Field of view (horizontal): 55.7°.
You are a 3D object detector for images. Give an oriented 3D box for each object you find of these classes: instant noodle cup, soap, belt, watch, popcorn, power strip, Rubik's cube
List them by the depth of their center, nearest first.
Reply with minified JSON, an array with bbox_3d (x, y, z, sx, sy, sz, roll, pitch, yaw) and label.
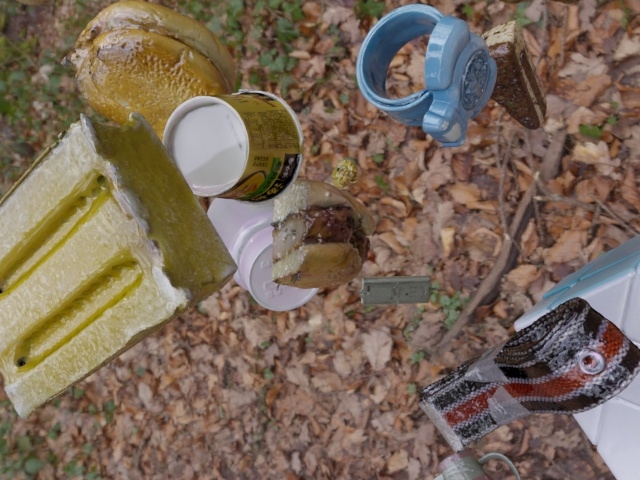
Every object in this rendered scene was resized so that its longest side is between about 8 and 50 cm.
[{"bbox_3d":[-0.249,0.035,0.623,0.315,0.091,0.199,-35,84,32],"label":"soap"},{"bbox_3d":[0.232,0.167,0.730,0.094,0.126,0.359,52,151,11],"label":"belt"},{"bbox_3d":[-0.110,-0.111,0.736,0.151,0.122,0.151,4,102,21],"label":"instant noodle cup"},{"bbox_3d":[0.154,-0.260,0.951,0.193,0.211,0.211,24,106,34],"label":"watch"},{"bbox_3d":[0.572,0.150,0.956,0.318,0.316,0.322,57,140,9],"label":"Rubik's cube"},{"bbox_3d":[0.062,-0.189,1.693,0.084,0.084,0.084,-2,88,46],"label":"popcorn"},{"bbox_3d":[0.256,0.158,1.930,0.034,0.268,0.092,-109,18,-71],"label":"power strip"}]

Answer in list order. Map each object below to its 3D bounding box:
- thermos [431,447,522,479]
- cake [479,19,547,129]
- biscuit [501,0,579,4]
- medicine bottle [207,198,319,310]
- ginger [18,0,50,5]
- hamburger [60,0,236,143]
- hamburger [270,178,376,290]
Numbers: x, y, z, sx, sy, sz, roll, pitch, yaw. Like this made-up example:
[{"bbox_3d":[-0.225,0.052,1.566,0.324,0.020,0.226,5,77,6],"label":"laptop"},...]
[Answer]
[{"bbox_3d":[0.351,0.556,1.244,0.176,0.146,0.265,-27,55,0],"label":"thermos"},{"bbox_3d":[0.442,-0.361,1.330,0.112,0.246,0.135,-58,12,-24],"label":"cake"},{"bbox_3d":[0.110,-0.227,0.390,0.034,0.215,0.182,130,148,-57],"label":"biscuit"},{"bbox_3d":[-0.143,0.006,1.490,0.379,0.213,0.213,44,121,59],"label":"medicine bottle"},{"bbox_3d":[-0.354,-0.411,0.663,0.086,0.131,0.294,6,112,41],"label":"ginger"},{"bbox_3d":[-0.322,-0.314,1.176,0.290,0.314,0.170,-33,41,44],"label":"hamburger"},{"bbox_3d":[0.000,0.000,0.966,0.282,0.245,0.155,-16,74,52],"label":"hamburger"}]
